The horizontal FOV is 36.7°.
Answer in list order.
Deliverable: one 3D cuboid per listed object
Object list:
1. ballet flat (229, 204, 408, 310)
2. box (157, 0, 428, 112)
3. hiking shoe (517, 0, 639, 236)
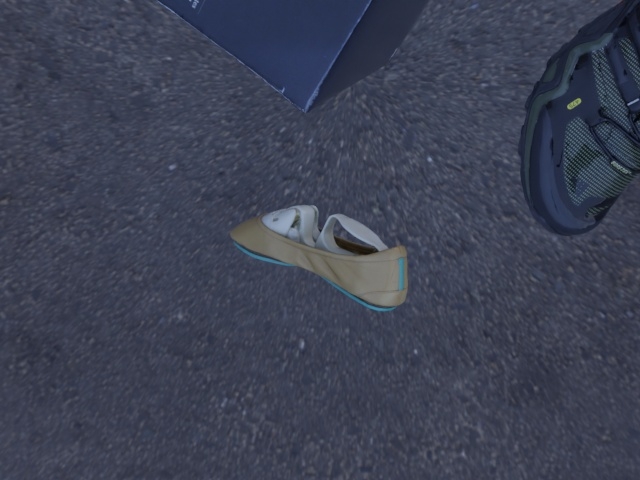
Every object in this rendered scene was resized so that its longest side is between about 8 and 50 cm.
[{"bbox_3d":[0.000,0.000,1.000,0.232,0.080,0.073,22,114,35],"label":"ballet flat"},{"bbox_3d":[-0.036,-0.318,1.035,0.294,0.296,0.183,38,119,4],"label":"box"},{"bbox_3d":[0.199,-0.093,0.545,0.086,0.114,0.227,21,107,-29],"label":"hiking shoe"}]
